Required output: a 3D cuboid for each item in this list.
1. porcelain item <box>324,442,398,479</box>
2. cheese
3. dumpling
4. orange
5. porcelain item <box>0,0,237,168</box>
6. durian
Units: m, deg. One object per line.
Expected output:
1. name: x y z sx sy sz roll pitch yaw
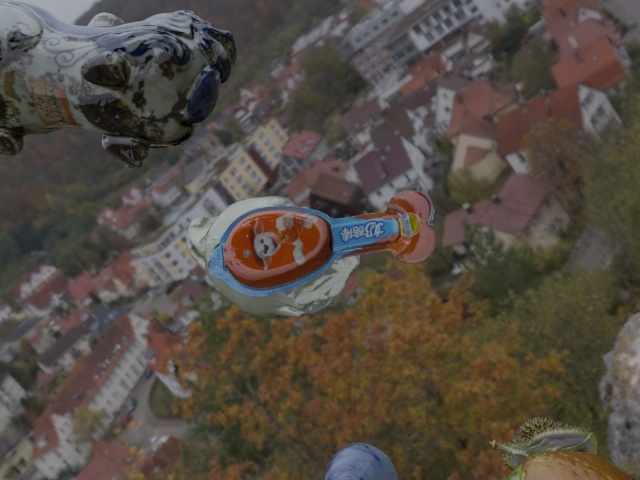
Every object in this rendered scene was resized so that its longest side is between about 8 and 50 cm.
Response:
1. porcelain item: 0.064 0.460 1.459 0.141 0.141 0.259 -35 -6 15
2. cheese: 0.000 0.000 0.863 0.256 0.106 0.037 -11 -22 9
3. dumpling: -0.058 0.008 1.053 0.258 0.147 0.193 21 45 29
4. orange: 0.394 0.438 1.124 0.196 0.334 0.262 -19 36 4
5. porcelain item: -0.234 -0.180 0.806 0.288 0.138 0.186 7 42 14
6. durian: 0.407 0.401 1.485 0.102 0.208 0.146 -164 86 -79
